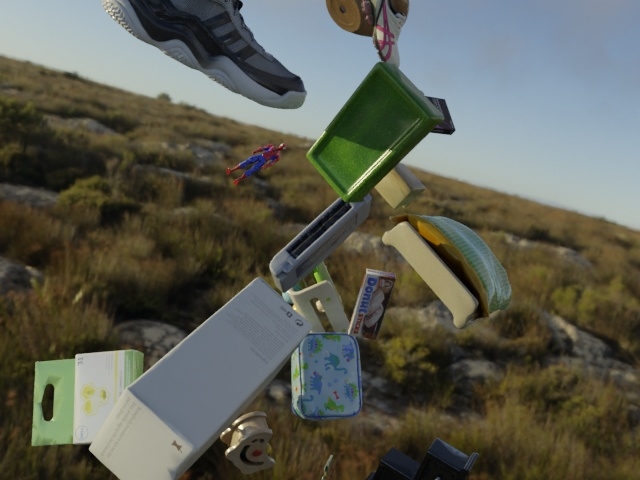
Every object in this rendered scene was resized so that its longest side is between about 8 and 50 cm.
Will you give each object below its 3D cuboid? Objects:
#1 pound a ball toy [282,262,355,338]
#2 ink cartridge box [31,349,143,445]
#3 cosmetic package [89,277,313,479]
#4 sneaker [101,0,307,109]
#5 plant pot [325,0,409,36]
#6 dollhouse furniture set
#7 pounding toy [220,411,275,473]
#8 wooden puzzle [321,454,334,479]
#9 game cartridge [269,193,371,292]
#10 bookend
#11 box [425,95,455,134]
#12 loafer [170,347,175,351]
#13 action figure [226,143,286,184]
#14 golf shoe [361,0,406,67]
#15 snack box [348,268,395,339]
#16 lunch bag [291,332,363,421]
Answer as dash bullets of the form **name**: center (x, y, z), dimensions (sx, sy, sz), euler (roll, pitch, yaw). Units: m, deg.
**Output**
- **pound a ball toy**: center (-0.018, 0.165, 1.973), dimensions (0.136, 0.319, 0.208), euler (-23, 45, 1)
- **ink cartridge box**: center (-0.458, 0.304, 1.374), dimensions (0.235, 0.171, 0.056), euler (-6, -16, 9)
- **cosmetic package**: center (-0.201, 0.257, 1.276), dimensions (0.156, 0.217, 0.385), euler (42, 35, 7)
- **sneaker**: center (-0.107, -0.270, 0.852), dimensions (0.269, 0.153, 0.101), euler (26, 15, -23)
- **plant pot**: center (0.091, -0.581, 1.732), dimensions (0.237, 0.110, 0.237), euler (39, -25, 21)
- **dollhouse furniture set**: center (0.160, -0.058, 0.900), dimensions (0.301, 0.151, 0.197), euler (50, 26, 15)
- **pounding toy**: center (-0.222, 0.574, 2.165), dimensions (0.155, 0.154, 0.269), euler (62, -1, 44)
- **wooden puzzle**: center (0.018, 0.501, 1.557), dimensions (0.006, 0.049, 0.083), euler (6, 21, 17)
- **game cartridge**: center (0.000, 0.000, 1.710), dimensions (0.060, 0.294, 0.196), euler (45, -11, 16)
- **bookend**: center (0.172, 0.413, 1.269), dimensions (0.156, 0.157, 0.072), euler (29, 19, 19)
- **box**: center (0.307, -0.366, 2.067), dimensions (0.162, 0.116, 0.029), euler (2, -28, -32)
- **loafer**: center (-0.263, 0.269, 1.656), dimensions (0.096, 0.084, 0.268), euler (-10, 12, -42)
- **action figure**: center (-0.105, -0.137, 1.232), dimensions (0.038, 0.115, 0.030), euler (55, -24, 3)
- **golf shoe**: center (0.155, -0.472, 1.610), dimensions (0.086, 0.186, 0.067), euler (-13, 32, 16)
- **snack box**: center (0.109, 0.139, 1.540), dimensions (0.064, 0.178, 0.022), euler (10, 35, -4)
- **lunch bag**: center (0.017, 0.344, 1.811), dimensions (0.176, 0.219, 0.090), euler (1, -16, -18)
